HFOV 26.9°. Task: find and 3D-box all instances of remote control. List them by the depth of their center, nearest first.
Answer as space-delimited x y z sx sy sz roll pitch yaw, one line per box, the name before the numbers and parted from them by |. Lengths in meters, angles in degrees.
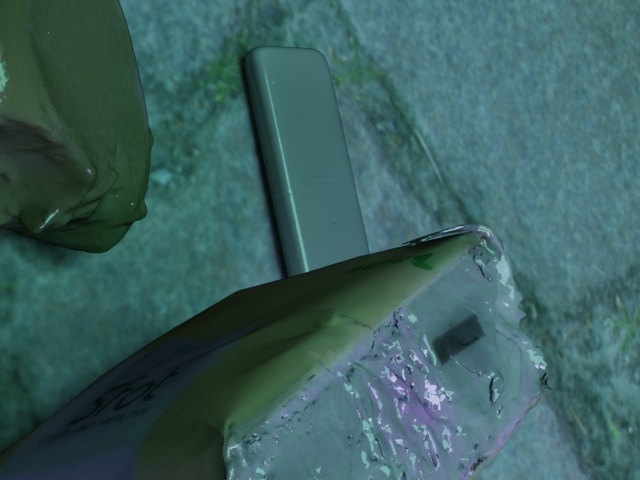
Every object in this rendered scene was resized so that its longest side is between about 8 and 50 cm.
remote control | 0.000 0.000 0.868 0.067 0.029 0.261 -5 79 -42

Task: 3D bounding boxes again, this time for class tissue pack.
tissue pack | -0.041 0.103 0.642 0.215 0.257 0.123 -35 99 -43

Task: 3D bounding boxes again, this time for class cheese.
cheese | -0.156 -0.086 0.658 0.202 0.091 0.175 27 53 -76
